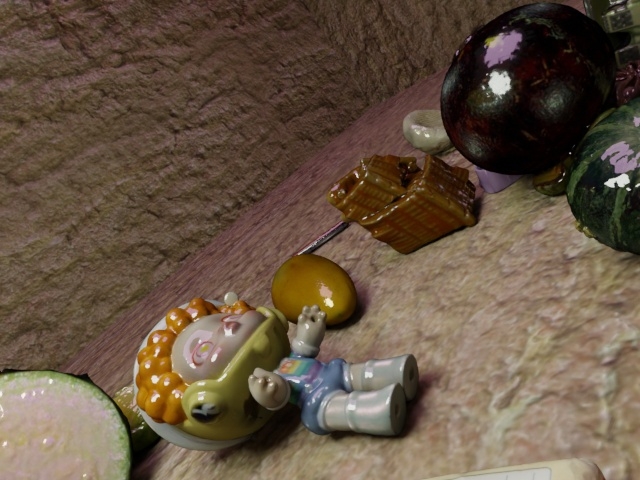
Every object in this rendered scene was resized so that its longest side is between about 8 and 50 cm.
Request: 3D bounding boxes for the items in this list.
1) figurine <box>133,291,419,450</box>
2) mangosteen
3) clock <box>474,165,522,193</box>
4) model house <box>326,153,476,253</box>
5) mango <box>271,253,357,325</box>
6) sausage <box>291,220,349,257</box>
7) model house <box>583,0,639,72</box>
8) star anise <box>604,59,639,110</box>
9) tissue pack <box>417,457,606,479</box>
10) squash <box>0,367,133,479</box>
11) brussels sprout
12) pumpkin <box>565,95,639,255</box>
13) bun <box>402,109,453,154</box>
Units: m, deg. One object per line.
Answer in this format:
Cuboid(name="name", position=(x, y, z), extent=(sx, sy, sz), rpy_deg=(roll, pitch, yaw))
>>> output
Cuboid(name="figurine", position=(-0.071, 0.196, 0.679), extent=(0.382, 0.205, 0.224), rpy_deg=(9, 39, 42))
Cuboid(name="mangosteen", position=(0.334, -0.223, 0.846), extent=(0.288, 0.288, 0.288), rpy_deg=(-33, 14, 10))
Cuboid(name="clock", position=(0.363, -0.157, 1.020), extent=(0.153, 0.050, 0.110), rpy_deg=(-35, 14, 2))
Cuboid(name="model house", position=(0.160, -0.088, 1.000), extent=(0.219, 0.199, 0.229), rpy_deg=(-51, 13, -10))
Cuboid(name="mango", position=(-0.014, 0.095, 0.959), extent=(0.139, 0.113, 0.253), rpy_deg=(-34, 21, -12))
Cuboid(name="sausage", position=(0.000, 0.000, 1.397), extent=(0.198, 0.025, 0.028), rpy_deg=(-35, -1, 1))
Cuboid(name="model house", position=(0.660, -0.441, 0.956), extent=(0.205, 0.218, 0.279), rpy_deg=(-36, 20, -32))
Cuboid(name="star anise", position=(0.532, -0.262, 0.919), extent=(0.172, 0.063, 0.208), rpy_deg=(-7, 30, 40))
Cuboid(name="tissue pack", position=(0.099, 0.231, 0.296), extent=(0.148, 0.092, 0.196), rpy_deg=(-26, 18, 34))
Cuboid(name="squash", position=(-0.484, 0.391, 0.849), extent=(0.310, 0.310, 0.309), rpy_deg=(-49, 1, -42))
Cuboid(name="brussels sprout", position=(-0.332, 0.326, 0.976), extent=(0.181, 0.100, 0.139), rpy_deg=(-38, 24, -14))
Cuboid(name="pumpkin", position=(0.358, -0.069, 0.558), extent=(0.191, 0.146, 0.190), rpy_deg=(-11, 42, 11))
Cuboid(name="bun", position=(0.312, -0.293, 1.474), extent=(0.184, 0.102, 0.183), rpy_deg=(-2, 33, 1))
